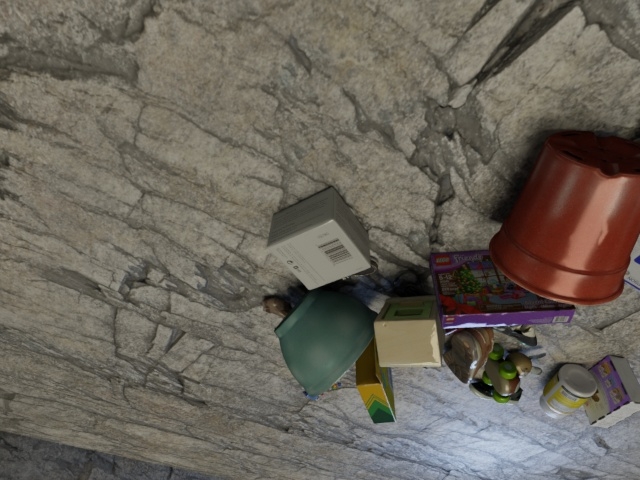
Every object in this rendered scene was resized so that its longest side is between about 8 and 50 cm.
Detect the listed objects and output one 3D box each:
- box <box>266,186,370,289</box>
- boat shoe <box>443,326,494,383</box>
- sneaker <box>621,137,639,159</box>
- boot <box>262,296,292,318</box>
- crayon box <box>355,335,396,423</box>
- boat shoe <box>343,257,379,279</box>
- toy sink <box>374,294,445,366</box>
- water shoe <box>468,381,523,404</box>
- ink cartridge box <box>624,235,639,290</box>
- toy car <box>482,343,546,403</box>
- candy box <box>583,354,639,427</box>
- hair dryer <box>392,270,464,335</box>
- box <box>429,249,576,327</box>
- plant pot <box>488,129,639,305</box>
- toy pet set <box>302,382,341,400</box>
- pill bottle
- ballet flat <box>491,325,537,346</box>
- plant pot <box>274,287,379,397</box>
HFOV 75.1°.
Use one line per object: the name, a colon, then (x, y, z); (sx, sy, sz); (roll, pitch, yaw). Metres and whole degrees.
box: (0.000, 0.000, 0.997); (0.182, 0.119, 0.181); (-23, 129, 24)
boat shoe: (0.478, 0.358, 1.317); (0.116, 0.123, 0.324); (-30, 150, -13)
sneaker: (0.648, -0.155, 0.858); (0.081, 0.080, 0.211); (24, 131, 7)
boot: (-0.131, 0.214, 1.269); (0.087, 0.042, 0.118); (4, 133, 8)
crayon box: (0.172, 0.423, 1.340); (0.081, 0.202, 0.318); (-10, 131, 12)
boat shoe: (0.055, 0.088, 1.116); (0.206, 0.065, 0.075); (-4, 133, 6)
toy sink: (0.245, 0.226, 1.109); (0.152, 0.234, 0.131); (-6, 97, 21)
water shoe: (0.644, 0.541, 1.534); (0.203, 0.073, 0.080); (16, 106, -11)
ink cartridge box: (0.737, -0.031, 0.892); (0.165, 0.065, 0.333); (36, 149, 16)
toy car: (0.651, 0.426, 1.371); (0.188, 0.149, 0.155); (-8, 123, -5)
candy box: (0.974, 0.514, 1.409); (0.070, 0.165, 0.196); (11, 134, -5)
hair dryer: (0.330, 0.193, 1.218); (0.223, 0.080, 0.293); (8, 132, 20)
box: (0.431, 0.112, 1.027); (0.293, 0.201, 0.057); (-4, 133, 6)
plant pot: (0.515, -0.060, 0.836); (0.272, 0.272, 0.265); (3, 125, 0)
toy pet set: (0.000, 0.581, 1.592); (0.114, 0.065, 0.122); (31, 127, -24)
pill bottle: (0.865, 0.538, 1.470); (0.119, 0.119, 0.208); (3, 134, 0)
ballet flat: (0.598, 0.265, 1.258); (0.203, 0.074, 0.074); (24, 130, -16)
plant pot: (-0.003, 0.252, 1.157); (0.196, 0.293, 0.293); (42, 127, 1)
